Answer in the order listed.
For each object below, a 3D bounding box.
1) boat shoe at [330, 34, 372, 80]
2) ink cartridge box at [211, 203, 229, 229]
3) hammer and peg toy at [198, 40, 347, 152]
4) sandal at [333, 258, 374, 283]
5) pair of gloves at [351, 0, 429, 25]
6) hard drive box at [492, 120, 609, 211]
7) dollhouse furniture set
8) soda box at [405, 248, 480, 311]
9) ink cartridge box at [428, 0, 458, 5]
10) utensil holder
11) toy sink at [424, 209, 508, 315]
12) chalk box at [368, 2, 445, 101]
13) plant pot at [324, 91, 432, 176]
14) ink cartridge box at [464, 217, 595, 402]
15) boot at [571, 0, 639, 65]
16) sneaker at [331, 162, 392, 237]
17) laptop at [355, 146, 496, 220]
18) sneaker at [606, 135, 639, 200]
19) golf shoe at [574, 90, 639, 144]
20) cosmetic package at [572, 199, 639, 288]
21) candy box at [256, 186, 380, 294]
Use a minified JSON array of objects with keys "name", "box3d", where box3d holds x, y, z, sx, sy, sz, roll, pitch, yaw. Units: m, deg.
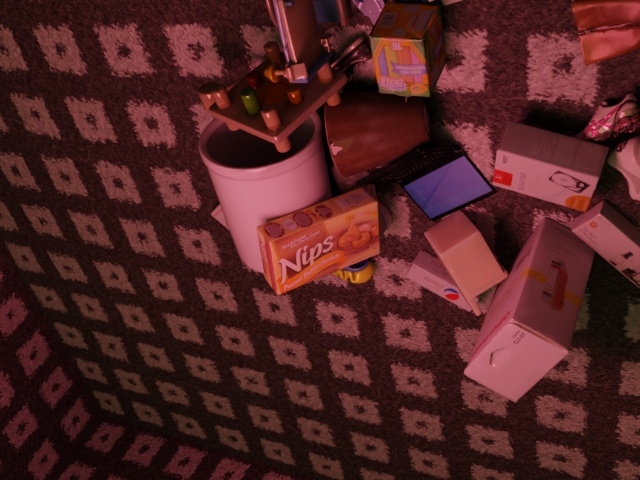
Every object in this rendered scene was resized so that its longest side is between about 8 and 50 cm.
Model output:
[{"name":"boat shoe","box3d":[0.054,-0.423,1.894,0.065,0.075,0.206,45,133,-9]},{"name":"ink cartridge box","box3d":[-0.281,-0.078,2.457,0.122,0.052,0.088,41,138,-11]},{"name":"hammer and peg toy","box3d":[-0.138,-0.375,1.853,0.361,0.266,0.127,29,154,38]},{"name":"sandal","box3d":[0.009,0.039,2.348,0.318,0.126,0.138,3,128,20]},{"name":"pair of gloves","box3d":[0.158,-0.566,1.730,0.198,0.023,0.159,-11,125,40]},{"name":"hard drive box","box3d":[0.533,-0.172,1.778,0.232,0.089,0.181,19,161,18]},{"name":"dollhouse furniture set","box3d":[-0.093,-0.538,1.700,0.198,0.303,0.286,6,133,26]},{"name":"soda box","box3d":[0.365,0.117,2.222,0.216,0.074,0.069,28,139,5]},{"name":"ink cartridge box","box3d":[0.264,-0.582,1.616,0.104,0.060,0.180,-9,124,37]},{"name":"utensil holder","box3d":[-0.128,-0.141,2.095,0.328,0.327,0.385,11,135,24]},{"name":"toy sink","box3d":[0.406,0.060,2.052,0.131,0.152,0.234,-32,114,5]},{"name":"chalk box","box3d":[0.206,-0.418,1.746,0.132,0.132,0.213,9,145,23]},{"name":"plant pot","box3d":[0.154,-0.282,1.894,0.231,0.215,0.215,-8,126,18]},{"name":"ink cartridge box","box3d":[0.536,0.178,1.936,0.161,0.384,0.279,29,139,5]},{"name":"boot","box3d":[0.666,-0.388,1.526,0.281,0.096,0.264,-7,126,38]},{"name":"sneaker","box3d":[0.108,-0.104,2.135,0.099,0.121,0.262,-17,119,41]},{"name":"laptop","box3d":[0.274,-0.139,1.982,0.234,0.264,0.136,-27,76,45]},{"name":"sneaker","box3d":[0.787,-0.115,1.717,0.330,0.122,0.146,42,156,-12]},{"name":"golf shoe","box3d":[0.639,-0.265,1.698,0.186,0.068,0.085,-30,70,57]},{"name":"cosmetic package","box3d":[0.751,0.012,1.888,0.239,0.060,0.099,38,138,-6]},{"name":"candy box","box3d":[0.000,0.000,2.002,0.087,0.317,0.182,50,154,47]}]
